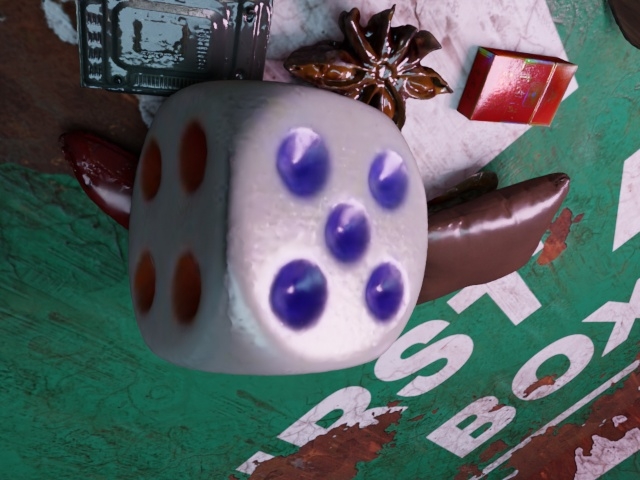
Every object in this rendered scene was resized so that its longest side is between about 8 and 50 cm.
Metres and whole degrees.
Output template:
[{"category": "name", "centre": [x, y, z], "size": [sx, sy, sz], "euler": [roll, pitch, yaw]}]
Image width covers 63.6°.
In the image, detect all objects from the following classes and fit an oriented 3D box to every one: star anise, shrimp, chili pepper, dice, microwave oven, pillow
[{"category": "star anise", "centre": [0.069, -0.229, 0.740], "size": [0.214, 0.099, 0.220], "euler": [-28, 138, 18]}, {"category": "shrimp", "centre": [0.245, -0.077, 0.960], "size": [0.190, 0.042, 0.101], "euler": [-22, 143, -6]}, {"category": "chili pepper", "centre": [-0.209, -0.031, 0.767], "size": [0.110, 0.110, 0.388], "euler": [-46, 126, 14]}, {"category": "dice", "centre": [-0.053, -0.009, 0.652], "size": [0.304, 0.277, 0.304], "euler": [4, 88, -39]}, {"category": "microwave oven", "centre": [-0.168, -0.249, 0.594], "size": [0.205, 0.129, 0.163], "euler": [-2, 125, -21]}, {"category": "pillow", "centre": [0.282, 0.012, 0.972], "size": [0.306, 0.108, 0.307], "euler": [-19, 150, -6]}]

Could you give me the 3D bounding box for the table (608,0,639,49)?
[{"category": "table", "centre": [0.589, -0.452, 0.728], "size": [0.249, 0.317, 0.317], "euler": [-43, 132, -7]}]

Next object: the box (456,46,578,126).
[{"category": "box", "centre": [0.326, -0.251, 0.859], "size": [0.175, 0.048, 0.112], "euler": [-3, 126, -22]}]
